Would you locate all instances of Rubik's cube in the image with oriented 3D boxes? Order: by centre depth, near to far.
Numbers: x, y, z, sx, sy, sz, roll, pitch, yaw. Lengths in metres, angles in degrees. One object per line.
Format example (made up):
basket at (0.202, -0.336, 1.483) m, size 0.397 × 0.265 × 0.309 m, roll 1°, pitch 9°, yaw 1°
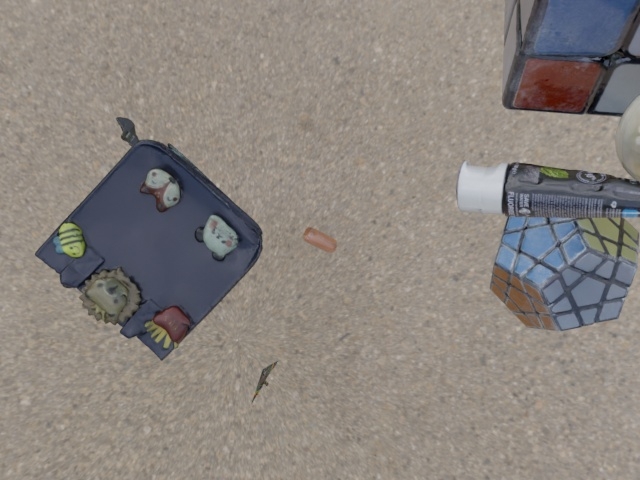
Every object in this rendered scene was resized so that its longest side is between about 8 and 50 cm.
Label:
Rubik's cube at (0.500, -0.430, 1.039) m, size 0.317 × 0.313 × 0.318 m, roll 6°, pitch 64°, yaw 8°
Rubik's cube at (0.521, 0.047, 1.287) m, size 0.264 × 0.319 × 0.318 m, roll 29°, pitch 74°, yaw -43°

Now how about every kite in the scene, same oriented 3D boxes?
kite at (-0.129, 0.318, 1.365) m, size 0.004 × 0.090 × 0.122 m, roll 29°, pitch 93°, yaw -16°

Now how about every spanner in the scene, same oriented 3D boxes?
spanner at (-0.354, -0.165, 1.222) m, size 0.208 × 0.012 × 0.046 m, roll 56°, pitch 39°, yaw -5°

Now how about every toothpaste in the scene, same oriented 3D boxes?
toothpaste at (0.210, -0.037, 0.473) m, size 0.194 × 0.071 × 0.045 m, roll 7°, pitch 104°, yaw 26°

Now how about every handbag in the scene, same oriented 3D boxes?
handbag at (-0.304, 0.019, 1.093) m, size 0.303 × 0.122 × 0.329 m, roll 43°, pitch 88°, yaw -7°

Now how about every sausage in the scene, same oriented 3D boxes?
sausage at (0.000, 0.000, 1.238) m, size 0.083 × 0.034 × 0.034 m, roll 27°, pitch 76°, yaw -35°

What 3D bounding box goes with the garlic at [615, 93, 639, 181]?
garlic at (0.572, -0.141, 0.836) m, size 0.281 × 0.185 × 0.203 m, roll 24°, pitch 106°, yaw 23°
